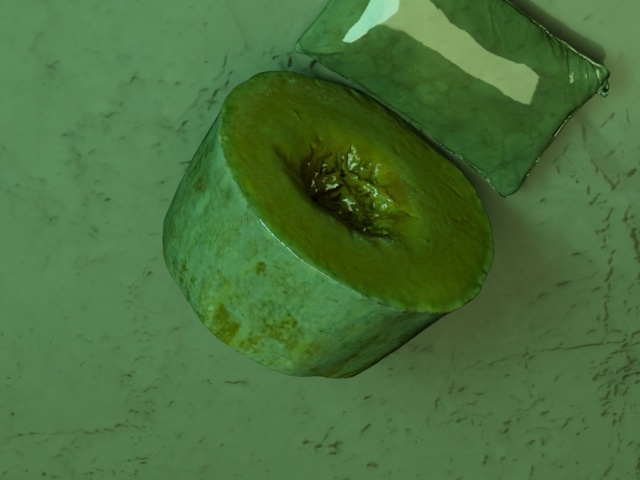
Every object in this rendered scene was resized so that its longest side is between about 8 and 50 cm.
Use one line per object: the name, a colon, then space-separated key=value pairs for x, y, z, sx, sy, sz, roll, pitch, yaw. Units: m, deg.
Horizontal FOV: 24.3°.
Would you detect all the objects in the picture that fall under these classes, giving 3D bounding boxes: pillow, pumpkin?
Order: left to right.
pumpkin: x=0.000 y=0.000 z=1.563 sx=0.332 sy=0.332 sz=0.199 roll=31 pitch=127 yaw=-6
pillow: x=0.143 y=-0.188 z=1.584 sx=0.302 sy=0.075 sz=0.185 roll=34 pitch=114 yaw=-6
